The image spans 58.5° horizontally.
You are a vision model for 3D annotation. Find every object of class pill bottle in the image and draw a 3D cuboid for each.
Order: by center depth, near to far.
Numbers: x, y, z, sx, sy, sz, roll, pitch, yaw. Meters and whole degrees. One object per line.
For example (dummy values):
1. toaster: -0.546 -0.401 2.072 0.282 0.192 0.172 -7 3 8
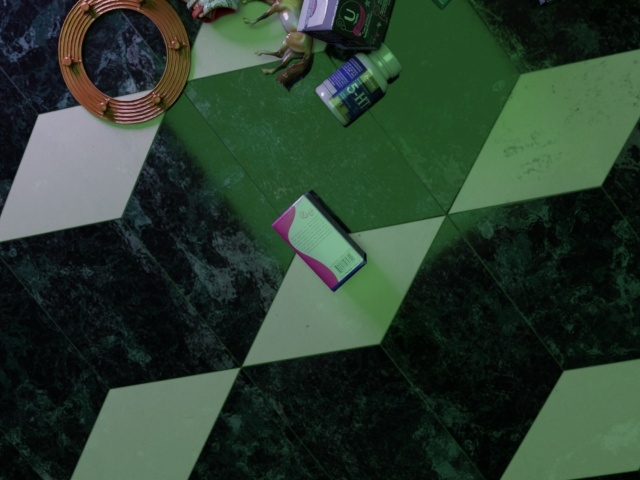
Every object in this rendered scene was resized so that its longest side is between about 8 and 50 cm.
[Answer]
1. pill bottle: 0.092 -0.368 1.331 0.186 0.112 0.112 -39 94 9

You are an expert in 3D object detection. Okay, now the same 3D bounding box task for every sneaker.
1. sneaker: -0.321 -0.591 1.340 0.269 0.090 0.145 -1 96 2

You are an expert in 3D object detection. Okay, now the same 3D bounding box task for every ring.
1. ring: -0.486 -0.457 1.403 0.336 0.032 0.337 1 98 3

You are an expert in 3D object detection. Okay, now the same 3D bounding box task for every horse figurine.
1. horse figurine: -0.084 -0.502 1.349 0.174 0.066 0.264 -16 96 12

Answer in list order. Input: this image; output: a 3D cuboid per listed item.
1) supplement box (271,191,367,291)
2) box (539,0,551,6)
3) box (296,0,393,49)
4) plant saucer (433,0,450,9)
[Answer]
1. supplement box: 0.000 0.000 1.394 0.111 0.114 0.220 -42 95 10
2. box: 0.574 -0.657 1.281 0.220 0.051 0.175 -22 96 8
3. box: 0.065 -0.564 1.258 0.142 0.163 0.248 9 101 -34
4. plant saucer: 0.240 -0.631 1.328 0.192 0.018 0.067 44 99 -2
